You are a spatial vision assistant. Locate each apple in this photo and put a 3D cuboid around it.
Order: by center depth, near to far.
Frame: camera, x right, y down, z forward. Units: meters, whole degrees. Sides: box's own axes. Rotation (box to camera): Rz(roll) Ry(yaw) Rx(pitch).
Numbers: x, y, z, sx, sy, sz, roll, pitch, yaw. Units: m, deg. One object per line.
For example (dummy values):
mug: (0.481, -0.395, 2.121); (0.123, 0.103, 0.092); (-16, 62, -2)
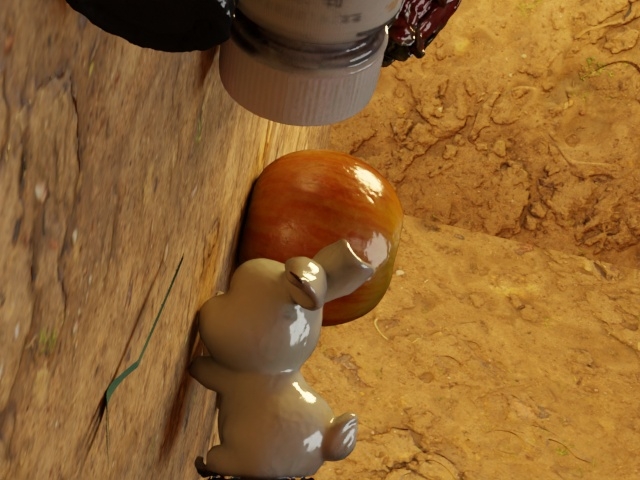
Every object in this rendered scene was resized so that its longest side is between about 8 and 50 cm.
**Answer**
apple: (0.000, 0.000, 1.756); (0.286, 0.233, 0.286); (13, 90, -89)

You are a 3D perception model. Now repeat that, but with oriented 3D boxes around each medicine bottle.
medicine bottle: (-0.002, -0.246, 0.990); (0.165, 0.165, 0.273); (-75, 178, -46)

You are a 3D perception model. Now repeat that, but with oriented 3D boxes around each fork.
fork: (-0.156, 0.092, 0.989); (0.235, 0.021, 0.039); (-77, -177, -47)

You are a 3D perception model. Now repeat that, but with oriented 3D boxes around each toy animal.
toy animal: (-0.059, 0.149, 1.440); (0.182, 0.247, 0.310); (11, 82, -49)

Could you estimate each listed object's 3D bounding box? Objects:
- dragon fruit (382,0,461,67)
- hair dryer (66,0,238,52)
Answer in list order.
dragon fruit: (0.061, -0.332, 1.413); (0.244, 0.244, 0.299); (101, -2, -50)
hair dryer: (-0.071, -0.218, 0.491); (0.251, 0.089, 0.197); (67, 36, -76)
